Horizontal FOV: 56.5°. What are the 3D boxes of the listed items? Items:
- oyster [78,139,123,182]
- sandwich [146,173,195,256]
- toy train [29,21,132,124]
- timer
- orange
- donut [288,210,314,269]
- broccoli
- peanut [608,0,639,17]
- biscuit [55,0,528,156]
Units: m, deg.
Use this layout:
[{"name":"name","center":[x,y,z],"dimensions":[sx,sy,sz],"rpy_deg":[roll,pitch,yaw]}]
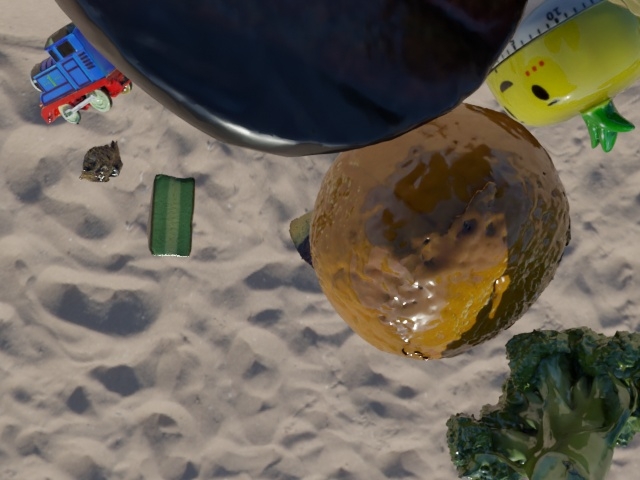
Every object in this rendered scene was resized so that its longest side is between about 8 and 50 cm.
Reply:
[{"name":"oyster","center":[-0.369,-0.122,1.000],"dimensions":[0.029,0.132,0.086],"rpy_deg":[22,126,1]},{"name":"sandwich","center":[-0.245,-0.041,0.989],"dimensions":[0.074,0.074,0.116],"rpy_deg":[3,131,-21]},{"name":"toy train","center":[-0.378,-0.263,0.933],"dimensions":[0.204,0.082,0.131],"rpy_deg":[-9,128,38]},{"name":"timer","center":[0.416,-0.267,0.958],"dimensions":[0.286,0.285,0.285],"rpy_deg":[-3,113,-6]},{"name":"orange","center":[0.145,-0.020,0.790],"dimensions":[0.341,0.293,0.340],"rpy_deg":[-22,138,-21]},{"name":"donut","center":[0.000,0.000,1.636],"dimensions":[0.166,0.184,0.073],"rpy_deg":[5,142,-45]},{"name":"broccoli","center":[0.261,0.206,0.715],"dimensions":[0.302,0.254,0.186],"rpy_deg":[-10,77,-38]},{"name":"peanut","center":[0.259,-0.260,0.453],"dimensions":[0.159,0.340,0.174],"rpy_deg":[-2,115,16]},{"name":"biscuit","center":[-0.012,-0.262,0.424],"dimensions":[0.408,0.091,0.406],"rpy_deg":[-4,98,-28]}]
